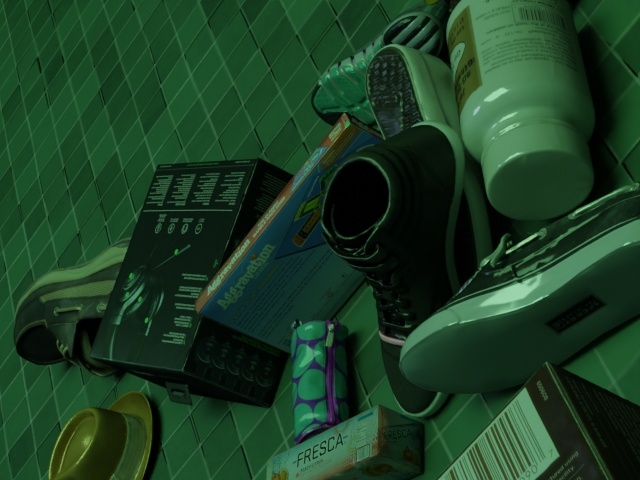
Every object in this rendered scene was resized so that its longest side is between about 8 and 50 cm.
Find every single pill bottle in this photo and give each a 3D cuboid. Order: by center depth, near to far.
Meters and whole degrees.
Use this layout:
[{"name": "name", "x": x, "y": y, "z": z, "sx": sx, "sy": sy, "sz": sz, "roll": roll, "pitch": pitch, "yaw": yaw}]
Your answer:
[{"name": "pill bottle", "x": 0.198, "y": -0.136, "z": 1.582, "sx": 0.131, "sy": 0.131, "sz": 0.229, "roll": -40, "pitch": 38, "yaw": 34}]

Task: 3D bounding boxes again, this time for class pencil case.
[{"name": "pencil case", "x": 0.001, "y": 0.156, "z": 1.728, "sx": 0.070, "sy": 0.064, "sz": 0.151, "roll": 119, "pitch": 155, "yaw": -46}]

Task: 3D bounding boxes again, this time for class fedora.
[{"name": "fedora", "x": -0.289, "y": 0.274, "z": 2.064, "sx": 0.194, "sy": 0.079, "sz": 0.194, "roll": -36, "pitch": 41, "yaw": 39}]

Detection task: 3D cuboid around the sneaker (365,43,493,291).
[{"name": "sneaker", "x": 0.142, "y": -0.065, "z": 1.665, "sx": 0.106, "sy": 0.123, "sz": 0.290, "roll": -27, "pitch": 69, "yaw": 41}]

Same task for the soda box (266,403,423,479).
[{"name": "soda box", "x": 0.022, "y": 0.229, "z": 1.644, "sx": 0.183, "sy": 0.063, "sz": 0.058, "roll": -31, "pitch": 43, "yaw": 41}]

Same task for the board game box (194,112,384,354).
[{"name": "board game box", "x": 0.000, "y": 0.000, "z": 1.767, "sx": 0.281, "sy": 0.145, "sz": 0.027, "roll": -50, "pitch": 34, "yaw": 21}]

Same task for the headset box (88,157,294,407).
[{"name": "headset box", "x": -0.134, "y": 0.057, "z": 1.941, "sx": 0.246, "sy": 0.131, "sz": 0.283, "roll": -1, "pitch": 67, "yaw": 56}]

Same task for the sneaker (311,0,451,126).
[{"name": "sneaker", "x": 0.081, "y": -0.209, "z": 1.894, "sx": 0.224, "sy": 0.083, "sz": 0.098, "roll": -33, "pitch": 14, "yaw": 45}]

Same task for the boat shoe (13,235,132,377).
[{"name": "boat shoe", "x": -0.310, "y": 0.108, "z": 2.169, "sx": 0.355, "sy": 0.132, "sz": 0.130, "roll": -31, "pitch": 44, "yaw": 44}]

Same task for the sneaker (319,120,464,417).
[{"name": "sneaker", "x": 0.063, "y": 0.036, "z": 1.561, "sx": 0.105, "sy": 0.147, "sz": 0.295, "roll": 10, "pitch": 103, "yaw": 40}]

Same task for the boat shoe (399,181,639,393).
[{"name": "boat shoe", "x": 0.198, "y": 0.038, "z": 1.475, "sx": 0.306, "sy": 0.113, "sz": 0.105, "roll": -36, "pitch": 34, "yaw": 34}]

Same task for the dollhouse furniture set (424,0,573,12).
[{"name": "dollhouse furniture set", "x": 0.215, "y": -0.381, "z": 1.673, "sx": 0.286, "sy": 0.198, "sz": 0.303, "roll": 26, "pitch": 90, "yaw": 59}]

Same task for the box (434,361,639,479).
[{"name": "box", "x": 0.213, "y": 0.230, "z": 1.219, "sx": 0.168, "sy": 0.203, "sz": 0.167, "roll": -51, "pitch": 33, "yaw": 21}]
